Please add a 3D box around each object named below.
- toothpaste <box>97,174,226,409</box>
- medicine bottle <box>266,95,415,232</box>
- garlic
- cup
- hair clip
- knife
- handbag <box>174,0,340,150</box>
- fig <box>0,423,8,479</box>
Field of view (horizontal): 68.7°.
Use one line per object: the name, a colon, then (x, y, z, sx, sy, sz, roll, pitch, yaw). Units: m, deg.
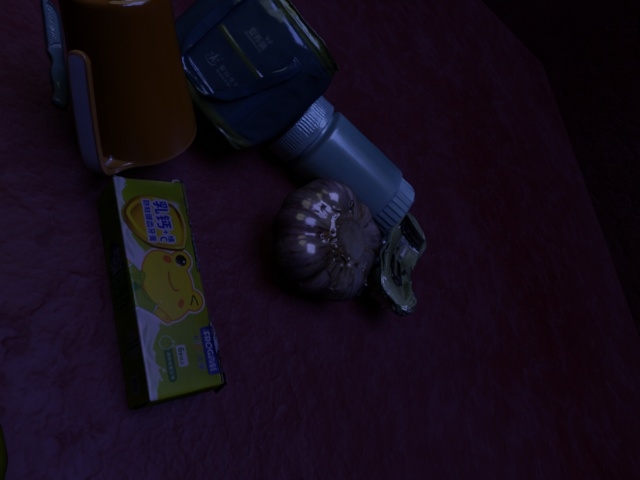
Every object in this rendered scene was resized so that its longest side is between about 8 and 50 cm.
toothpaste: (-0.233, 0.068, 0.675, 0.110, 0.077, 0.327, -2, 69, -42)
medicine bottle: (0.052, -0.160, 1.020, 0.318, 0.158, 0.158, 39, 46, -21)
garlic: (0.000, 0.000, 0.891, 0.245, 0.161, 0.245, 4, 85, -50)
cup: (-0.278, -0.226, 0.652, 0.182, 0.264, 0.226, 14, 52, -2)
hair clip: (0.166, 0.048, 1.069, 0.138, 0.091, 0.321, 50, 32, -12)
knife: (-0.423, -0.302, 0.747, 0.028, 0.015, 0.210, -2, 69, -38)
handbag: (-0.126, -0.326, 0.844, 0.263, 0.241, 0.222, 48, 12, -8)
fig: (-0.373, 0.211, 0.435, 0.136, 0.121, 0.153, 5, 88, -48)
